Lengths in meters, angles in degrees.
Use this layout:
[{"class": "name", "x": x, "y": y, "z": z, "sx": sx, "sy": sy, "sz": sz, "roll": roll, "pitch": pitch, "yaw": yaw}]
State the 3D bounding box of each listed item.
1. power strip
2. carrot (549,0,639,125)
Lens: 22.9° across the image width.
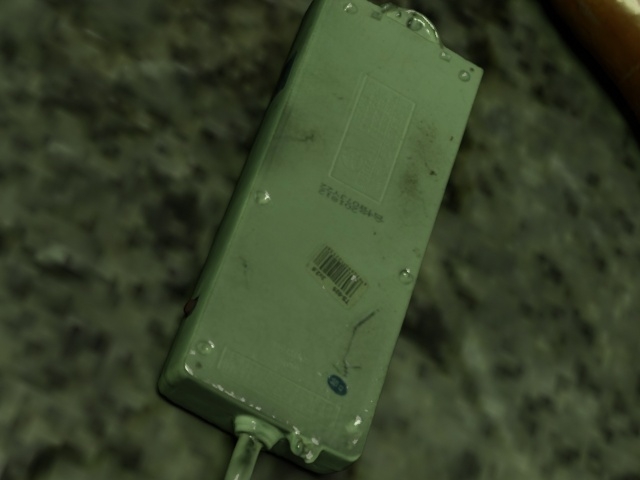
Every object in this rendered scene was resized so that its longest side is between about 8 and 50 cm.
[{"class": "power strip", "x": 0.000, "y": 0.000, "z": 0.374, "sx": 0.051, "sy": 0.019, "sz": 0.136, "roll": 29, "pitch": 60, "yaw": -17}, {"class": "carrot", "x": 0.106, "y": -0.032, "z": 0.432, "sx": 0.048, "sy": 0.048, "sz": 0.216, "roll": -31, "pitch": 82, "yaw": -33}]
